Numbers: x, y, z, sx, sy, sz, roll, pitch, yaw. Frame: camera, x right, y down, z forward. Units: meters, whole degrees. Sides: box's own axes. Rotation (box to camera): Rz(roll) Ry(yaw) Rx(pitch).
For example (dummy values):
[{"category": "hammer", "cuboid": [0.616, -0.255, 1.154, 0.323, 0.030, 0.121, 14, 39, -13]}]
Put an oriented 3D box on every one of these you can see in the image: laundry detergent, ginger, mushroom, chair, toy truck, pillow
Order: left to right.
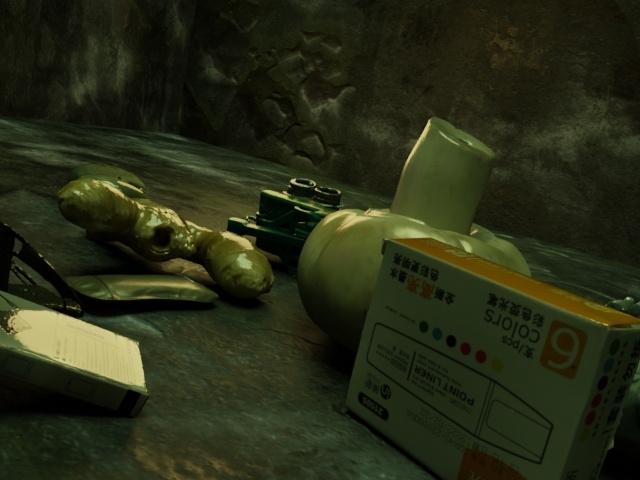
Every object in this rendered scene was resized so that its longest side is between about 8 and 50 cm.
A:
[{"category": "chair", "cuboid": [-0.388, 0.035, 0.783, 0.174, 0.149, 0.213, 19, 9, 36]}, {"category": "laundry detergent", "cuboid": [-0.472, -0.105, 1.464, 0.181, 0.091, 0.253, 13, 10, -21]}, {"category": "pillow", "cuboid": [-0.267, 0.070, 0.980, 0.217, 0.033, 0.130, 3, 10, -45]}, {"category": "ginger", "cuboid": [-0.269, -0.011, 1.146, 0.363, 0.122, 0.348, 16, 1, -18]}, {"category": "toy truck", "cuboid": [0.006, -0.001, 1.301, 0.363, 0.177, 0.178, 17, 22, 25]}, {"category": "mushroom", "cuboid": [0.156, 0.043, 0.946, 0.353, 0.353, 0.325, 8, 40, -18]}]

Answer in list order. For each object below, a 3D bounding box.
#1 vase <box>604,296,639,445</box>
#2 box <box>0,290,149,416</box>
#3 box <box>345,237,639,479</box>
[{"category": "vase", "cuboid": [0.429, 0.169, 0.771, 0.445, 0.250, 0.250, 7, 12, -9]}, {"category": "box", "cuboid": [-0.296, 0.098, 0.654, 0.247, 0.033, 0.129, 27, 7, -24]}, {"category": "box", "cuboid": [0.163, 0.133, 0.669, 0.091, 0.221, 0.273, 3, 13, -42]}]
